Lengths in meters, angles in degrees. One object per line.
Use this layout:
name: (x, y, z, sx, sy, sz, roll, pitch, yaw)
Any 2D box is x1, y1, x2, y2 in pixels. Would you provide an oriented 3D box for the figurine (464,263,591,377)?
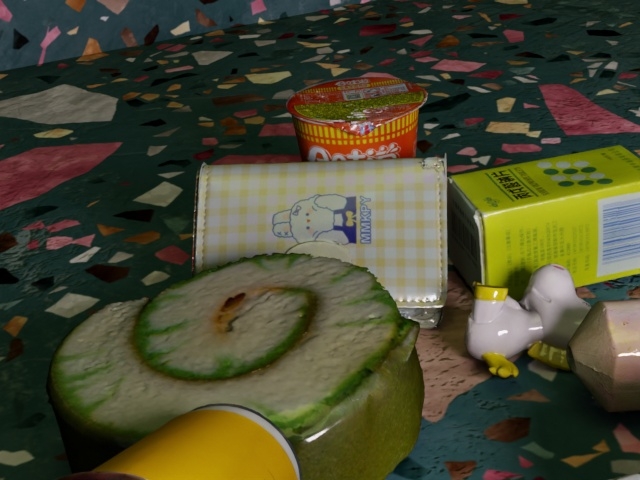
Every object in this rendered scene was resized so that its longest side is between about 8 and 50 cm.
figurine: (0.246, 0.093, 1.242, 0.178, 0.109, 0.129, -10, 52, -9)

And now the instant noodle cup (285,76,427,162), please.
instant noodle cup: (0.055, -0.092, 1.507, 0.193, 0.212, 0.193, -4, 25, 2)

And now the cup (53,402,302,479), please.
cup: (-0.111, 0.225, 0.812, 0.196, 0.196, 0.280, 1, 13, 14)

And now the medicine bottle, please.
medicine bottle: (0.291, -0.020, 1.393, 0.250, 0.141, 0.137, -10, 28, -9)

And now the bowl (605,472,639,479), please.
bowl: (0.212, 0.341, 0.514, 0.435, 0.196, 0.434, -18, 57, 30)

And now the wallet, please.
wallet: (0.000, 0.000, 1.362, 0.310, 0.077, 0.223, -1, 68, 8)

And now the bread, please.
bread: (-0.089, 0.147, 1.137, 0.382, 0.129, 0.366, 4, 30, 21)

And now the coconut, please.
coconut: (0.311, 0.117, 1.131, 0.122, 0.116, 0.116, 0, 26, 5)
